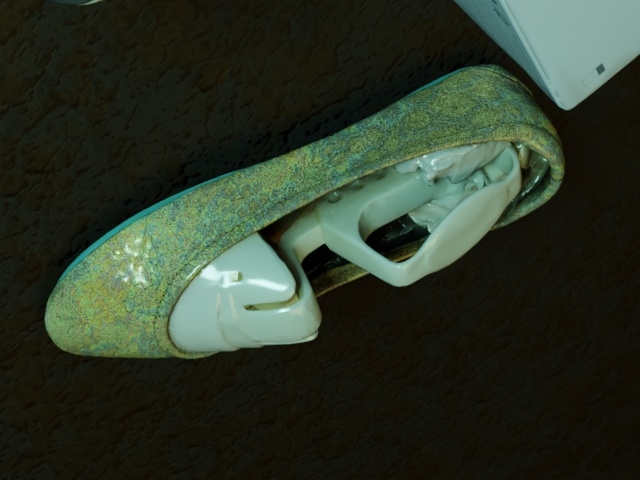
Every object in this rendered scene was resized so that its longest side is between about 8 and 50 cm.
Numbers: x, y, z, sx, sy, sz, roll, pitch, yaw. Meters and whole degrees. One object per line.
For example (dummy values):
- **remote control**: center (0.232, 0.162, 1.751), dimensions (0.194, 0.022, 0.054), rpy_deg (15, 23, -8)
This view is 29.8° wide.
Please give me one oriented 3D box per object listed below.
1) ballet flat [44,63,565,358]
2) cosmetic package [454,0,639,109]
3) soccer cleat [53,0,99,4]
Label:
- **ballet flat**: center (0.000, 0.000, 0.749), dimensions (0.348, 0.123, 0.123), rpy_deg (-27, 142, -11)
- **cosmetic package**: center (0.106, -0.221, 0.500), dimensions (0.224, 0.225, 0.138), rpy_deg (-40, 141, 4)
- **soccer cleat**: center (-0.077, -0.250, 0.433), dimensions (0.116, 0.108, 0.318), rpy_deg (-37, 139, -45)
